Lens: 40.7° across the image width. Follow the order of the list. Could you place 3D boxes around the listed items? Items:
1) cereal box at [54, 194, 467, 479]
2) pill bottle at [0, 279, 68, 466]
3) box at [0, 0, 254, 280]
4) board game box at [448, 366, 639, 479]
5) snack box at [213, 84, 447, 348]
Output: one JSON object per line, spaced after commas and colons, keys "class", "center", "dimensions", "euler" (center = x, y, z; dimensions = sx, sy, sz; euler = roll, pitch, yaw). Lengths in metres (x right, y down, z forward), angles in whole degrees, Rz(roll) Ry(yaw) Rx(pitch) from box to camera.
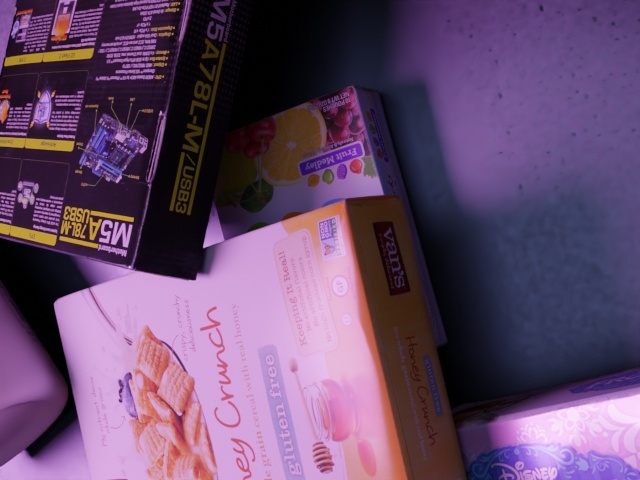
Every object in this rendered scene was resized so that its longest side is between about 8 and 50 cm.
{"class": "cereal box", "center": [-0.043, 0.089, 0.443], "dimensions": [0.240, 0.047, 0.173], "euler": [-18, 83, 41]}
{"class": "pill bottle", "center": [-0.272, 0.040, 0.543], "dimensions": [0.131, 0.131, 0.229], "euler": [-44, 74, 20]}
{"class": "box", "center": [-0.119, -0.082, 0.472], "dimensions": [0.190, 0.045, 0.184], "euler": [8, 88, 45]}
{"class": "board game box", "center": [0.204, 0.190, 0.305], "dimensions": [0.318, 0.065, 0.318], "euler": [-26, 80, 44]}
{"class": "snack box", "center": [0.000, 0.000, 0.465], "dimensions": [0.100, 0.037, 0.141], "euler": [-17, 85, 27]}
